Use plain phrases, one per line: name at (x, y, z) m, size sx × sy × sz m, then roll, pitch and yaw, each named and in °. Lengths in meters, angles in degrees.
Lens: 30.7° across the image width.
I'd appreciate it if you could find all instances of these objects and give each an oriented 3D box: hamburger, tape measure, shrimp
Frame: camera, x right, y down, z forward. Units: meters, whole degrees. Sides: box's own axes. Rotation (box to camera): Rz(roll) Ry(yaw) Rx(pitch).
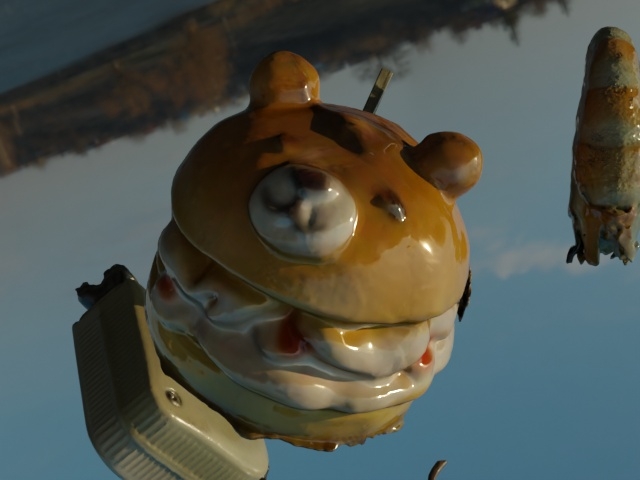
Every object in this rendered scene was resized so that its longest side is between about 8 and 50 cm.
hamburger at (0.000, 0.000, 0.925) m, size 0.276 × 0.237 × 0.276 m, roll 15°, pitch -149°, yaw -9°
tape measure at (-0.157, 0.173, 1.311) m, size 0.133 × 0.231 × 0.271 m, roll -41°, pitch -143°, yaw 8°
shrimp at (0.267, -0.113, 1.113) m, size 0.068 × 0.185 × 0.287 m, roll 3°, pitch -153°, yaw 5°

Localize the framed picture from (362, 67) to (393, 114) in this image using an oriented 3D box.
framed picture at (0.022, -0.070, 1.253) m, size 0.150 × 0.015 × 0.203 m, roll -65°, pitch 179°, yaw -52°

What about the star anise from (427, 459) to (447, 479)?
star anise at (0.201, 0.409, 1.581) m, size 0.148 × 0.227 × 0.218 m, roll -38°, pitch 166°, yaw 20°
